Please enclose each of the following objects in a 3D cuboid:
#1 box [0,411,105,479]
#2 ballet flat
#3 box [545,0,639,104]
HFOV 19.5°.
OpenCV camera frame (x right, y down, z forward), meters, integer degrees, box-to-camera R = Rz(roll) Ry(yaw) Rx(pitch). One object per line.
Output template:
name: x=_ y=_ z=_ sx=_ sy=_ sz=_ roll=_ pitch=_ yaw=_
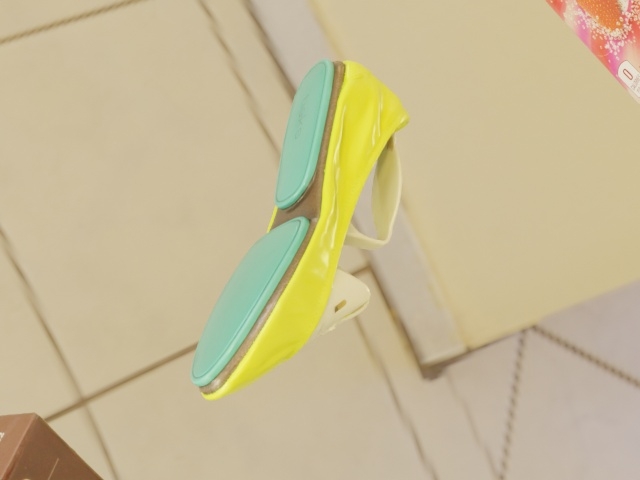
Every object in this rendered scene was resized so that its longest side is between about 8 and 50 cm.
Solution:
box: x=-0.179 y=0.319 z=1.407 sx=0.381 sy=0.143 sz=0.191 roll=49 pitch=48 yaw=-31
ballet flat: x=0.000 y=0.000 z=1.055 sx=0.077 sy=0.077 sz=0.231 roll=31 pitch=58 yaw=-21
box: x=0.204 y=-0.205 z=0.943 sx=0.122 sy=0.257 sz=0.128 roll=-31 pitch=72 yaw=-28
